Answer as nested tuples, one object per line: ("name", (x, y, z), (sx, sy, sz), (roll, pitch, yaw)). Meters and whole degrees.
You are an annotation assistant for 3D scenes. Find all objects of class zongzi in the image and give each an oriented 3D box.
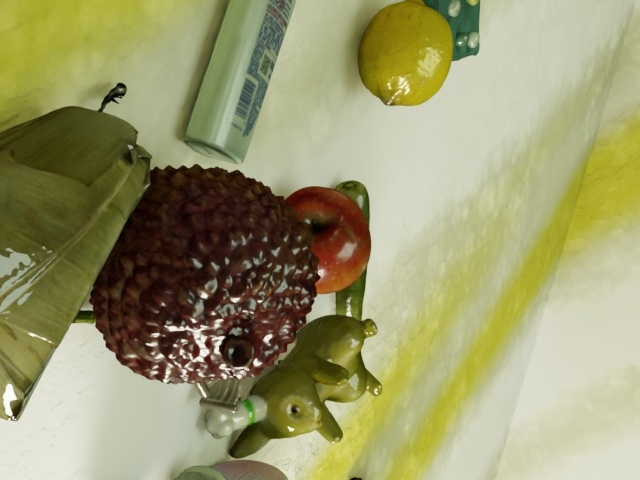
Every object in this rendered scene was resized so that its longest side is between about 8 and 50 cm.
("zongzi", (-0.330, -0.085, 1.045), (0.447, 0.181, 0.418), (-65, 150, -25))

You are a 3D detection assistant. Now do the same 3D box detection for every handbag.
("handbag", (0.272, -0.503, 2.066), (0.268, 0.100, 0.274), (-22, 122, -57))

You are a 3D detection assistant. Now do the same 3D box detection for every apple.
("apple", (0.000, 0.000, 1.706), (0.168, 0.181, 0.181), (81, 27, -78))

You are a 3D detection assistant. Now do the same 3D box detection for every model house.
("model house", (-0.140, 0.169, 1.565), (0.188, 0.122, 0.229), (-57, 148, -32))

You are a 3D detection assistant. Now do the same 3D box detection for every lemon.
("lemon", (0.156, -0.344, 1.844), (0.180, 0.180, 0.193), (-5, 83, -62))

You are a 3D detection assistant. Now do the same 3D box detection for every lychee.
("lychee", (-0.151, 0.042, 1.287), (0.306, 0.330, 0.306), (-19, 143, -15))

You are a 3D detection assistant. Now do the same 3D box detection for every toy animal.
("toy animal", (-0.034, 0.277, 1.754), (0.363, 0.180, 0.181), (-46, 145, -42))

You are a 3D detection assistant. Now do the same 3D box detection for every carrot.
("carrot", (0.060, 0.051, 1.949), (0.074, 0.074, 0.359), (-40, 137, -49))

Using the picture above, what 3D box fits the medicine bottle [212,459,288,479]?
("medicine bottle", (-0.134, 0.519, 1.700), (0.152, 0.152, 0.254), (-20, 120, -58))

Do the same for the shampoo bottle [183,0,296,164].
("shampoo bottle", (-0.101, -0.294, 1.481), (0.134, 0.078, 0.360), (33, 72, -65))

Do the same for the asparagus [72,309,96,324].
("asparagus", (-0.313, 0.098, 1.314), (0.248, 0.025, 0.024), (5, 55, -62))

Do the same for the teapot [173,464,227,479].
("teapot", (-0.223, 0.443, 1.494), (0.251, 0.183, 0.184), (-38, 135, -66))

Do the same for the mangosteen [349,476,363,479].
("mangosteen", (0.143, 0.641, 2.248), (0.265, 0.228, 0.228), (51, 45, -7))
